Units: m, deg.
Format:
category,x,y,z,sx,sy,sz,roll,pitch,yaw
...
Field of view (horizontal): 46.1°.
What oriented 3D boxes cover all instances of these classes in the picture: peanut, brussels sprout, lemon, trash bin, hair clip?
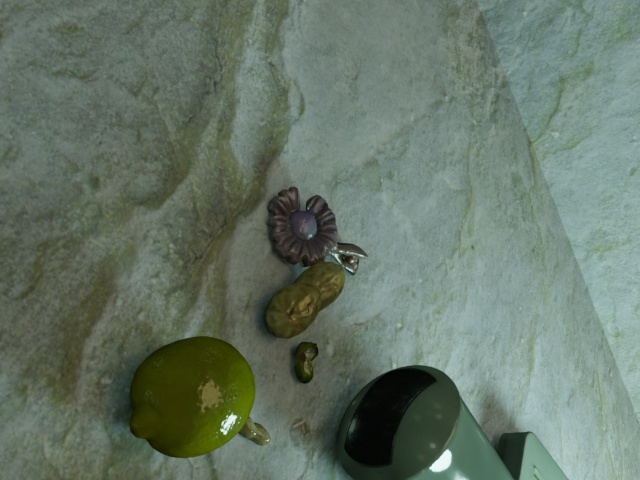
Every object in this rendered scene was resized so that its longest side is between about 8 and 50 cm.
category,x,y,z,sx,sy,sz,roll,pitch,yaw
peanut,-0.124,0.344,1.361,0.083,0.037,0.037,49,42,-32
brussels sprout,-0.030,0.244,1.516,0.051,0.046,0.083,35,51,-43
peanut,-0.031,0.117,1.520,0.229,0.103,0.098,-41,124,-49
lemon,-0.195,0.242,1.193,0.248,0.184,0.184,-21,93,-53
trash bin,0.230,0.466,1.579,0.432,0.280,0.280,53,40,-30
hair clip,0.007,-0.001,1.645,0.300,0.069,0.173,29,54,-43

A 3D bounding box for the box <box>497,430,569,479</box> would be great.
category,x,y,z,sx,sy,sz,roll,pitch,yaw
box,0.583,0.779,2.043,0.396,0.111,0.397,51,42,-26
